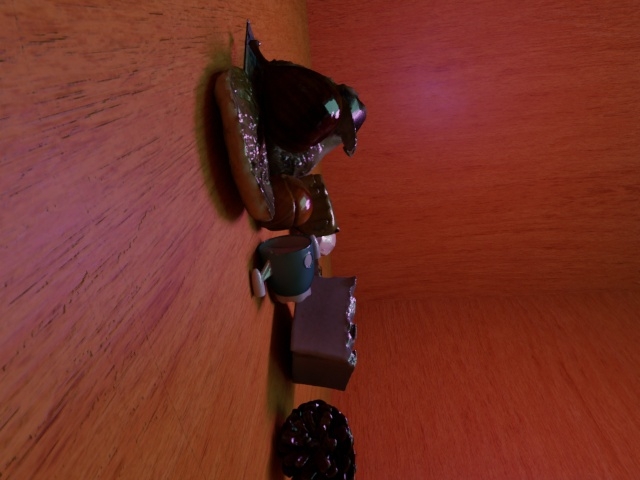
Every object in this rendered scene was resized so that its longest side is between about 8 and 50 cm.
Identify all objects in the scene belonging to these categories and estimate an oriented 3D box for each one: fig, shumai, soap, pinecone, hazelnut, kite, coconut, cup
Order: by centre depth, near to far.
[{"bbox_3d":[-0.096,-0.390,1.080,0.321,0.217,0.217,49,6,2],"label":"fig"},{"bbox_3d":[-0.094,0.088,1.217,0.300,0.168,0.173,-32,122,-48],"label":"cup"},{"bbox_3d":[-0.114,-0.113,1.227,0.182,0.182,0.182,-3,90,-84],"label":"hazelnut"},{"bbox_3d":[-0.201,-0.521,1.291,0.335,0.012,0.314,-77,163,-69],"label":"kite"},{"bbox_3d":[-0.014,0.661,1.300,0.298,0.242,0.296,-117,-169,-45],"label":"pinecone"},{"bbox_3d":[-0.019,-0.394,1.349,0.395,0.348,0.395,175,-90,-90],"label":"shumai"},{"bbox_3d":[0.005,0.360,1.515,0.435,0.213,0.350,95,-2,-54],"label":"soap"},{"bbox_3d":[0.000,0.000,2.099,0.183,0.171,0.170,15,65,-39],"label":"coconut"}]

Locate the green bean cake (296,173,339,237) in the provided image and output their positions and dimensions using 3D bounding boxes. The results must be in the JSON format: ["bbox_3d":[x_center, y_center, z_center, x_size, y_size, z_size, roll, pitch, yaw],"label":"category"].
[{"bbox_3d":[-0.042,-0.147,1.870,0.310,0.202,0.285,24,51,-85],"label":"green bean cake"}]

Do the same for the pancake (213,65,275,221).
[{"bbox_3d":[-0.175,-0.231,1.003,0.387,0.082,0.386,-9,90,-89],"label":"pancake"}]

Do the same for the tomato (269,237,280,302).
[{"bbox_3d":[-0.122,0.096,1.385,0.225,0.085,0.225,-6,90,-83],"label":"tomato"}]

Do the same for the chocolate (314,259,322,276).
[{"bbox_3d":[-0.062,0.107,1.780,0.148,0.093,0.214,-156,-125,-67],"label":"chocolate"}]
